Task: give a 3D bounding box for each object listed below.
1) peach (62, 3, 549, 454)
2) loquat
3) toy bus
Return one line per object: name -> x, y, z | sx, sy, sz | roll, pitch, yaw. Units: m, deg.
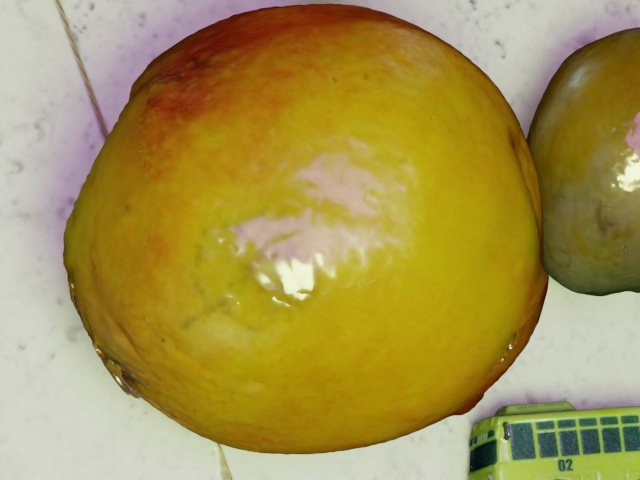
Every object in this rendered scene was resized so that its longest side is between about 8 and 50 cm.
peach -> -0.001, 0.001, 1.283 | 0.372, 0.290, 0.373 | 2, 81, -14
loquat -> 0.253, -0.063, 1.403 | 0.179, 0.179, 0.227 | 19, 85, -6
toy bus -> 0.209, 0.183, 1.391 | 0.175, 0.088, 0.101 | -2, 78, -13
